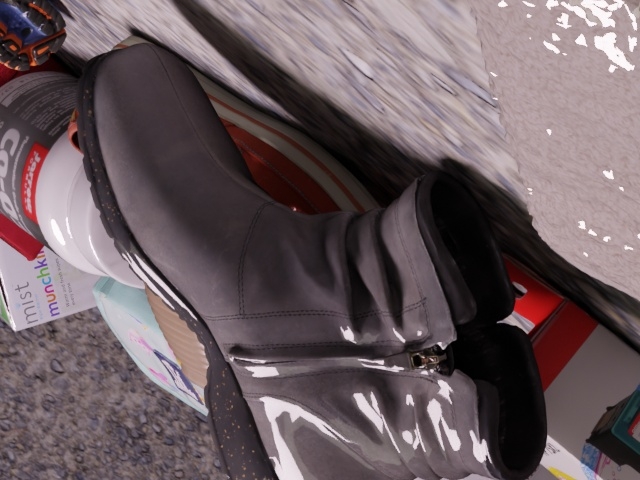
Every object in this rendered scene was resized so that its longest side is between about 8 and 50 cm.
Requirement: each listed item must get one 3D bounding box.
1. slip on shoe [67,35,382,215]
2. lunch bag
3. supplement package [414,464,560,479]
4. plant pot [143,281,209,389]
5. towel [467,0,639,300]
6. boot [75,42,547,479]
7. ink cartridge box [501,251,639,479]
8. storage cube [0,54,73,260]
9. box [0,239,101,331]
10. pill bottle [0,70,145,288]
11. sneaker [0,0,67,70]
[{"bbox_3d":[-0.057,-0.037,1.081,0.331,0.101,0.123,33,168,31],"label":"slip on shoe"},{"bbox_3d":[-0.066,0.102,1.450,0.262,0.160,0.223,14,-169,-46],"label":"lunch bag"},{"bbox_3d":[0.178,0.212,1.236,0.244,0.139,0.134,45,171,-38],"label":"supplement package"},{"bbox_3d":[-0.037,0.062,1.142,0.237,0.109,0.237,15,-174,-2],"label":"plant pot"},{"bbox_3d":[0.138,-0.015,0.520,0.187,0.049,0.282,34,170,27],"label":"towel"},{"bbox_3d":[0.000,0.000,0.903,0.223,0.118,0.338,-28,89,43],"label":"boot"},{"bbox_3d":[0.175,0.114,0.942,0.231,0.078,0.134,39,172,7],"label":"ink cartridge box"},{"bbox_3d":[-0.349,-0.121,1.621,0.193,0.183,0.215,42,171,-29],"label":"storage cube"},{"bbox_3d":[-0.316,-0.004,1.866,0.262,0.231,0.126,21,127,63],"label":"box"},{"bbox_3d":[-0.213,-0.059,1.427,0.161,0.161,0.283,45,170,-34],"label":"pill bottle"},{"bbox_3d":[-0.295,-0.222,1.217,0.087,0.083,0.221,43,172,35],"label":"sneaker"}]
